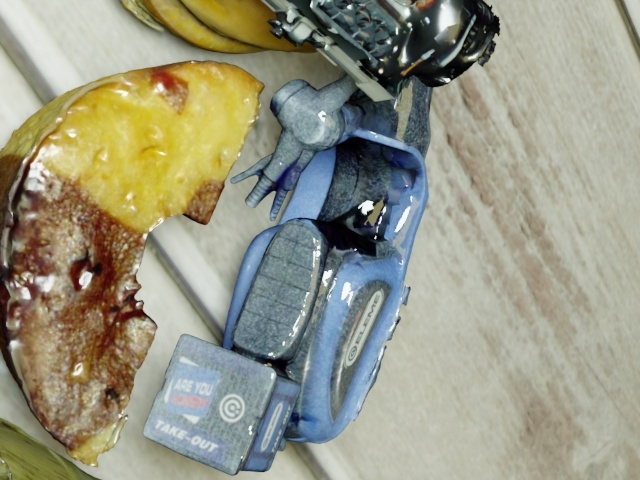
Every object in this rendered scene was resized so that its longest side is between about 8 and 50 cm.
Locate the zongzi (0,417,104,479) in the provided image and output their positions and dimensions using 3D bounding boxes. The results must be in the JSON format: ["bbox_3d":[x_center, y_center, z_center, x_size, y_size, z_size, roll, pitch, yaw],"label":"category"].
[{"bbox_3d":[-0.210,0.287,0.897,0.300,0.145,0.273,40,75,-44],"label":"zongzi"}]

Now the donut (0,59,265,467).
[{"bbox_3d":[-0.172,-0.009,0.899,0.151,0.112,0.295,29,76,-37],"label":"donut"}]

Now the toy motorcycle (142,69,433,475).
[{"bbox_3d":[0.000,0.000,0.988,0.358,0.125,0.212,-70,159,-4],"label":"toy motorcycle"}]

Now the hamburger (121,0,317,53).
[{"bbox_3d":[-0.033,-0.279,0.945,0.319,0.158,0.318,-8,103,-37],"label":"hamburger"}]

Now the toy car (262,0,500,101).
[{"bbox_3d":[0.069,-0.244,0.849,0.193,0.118,0.301,38,72,-23],"label":"toy car"}]
